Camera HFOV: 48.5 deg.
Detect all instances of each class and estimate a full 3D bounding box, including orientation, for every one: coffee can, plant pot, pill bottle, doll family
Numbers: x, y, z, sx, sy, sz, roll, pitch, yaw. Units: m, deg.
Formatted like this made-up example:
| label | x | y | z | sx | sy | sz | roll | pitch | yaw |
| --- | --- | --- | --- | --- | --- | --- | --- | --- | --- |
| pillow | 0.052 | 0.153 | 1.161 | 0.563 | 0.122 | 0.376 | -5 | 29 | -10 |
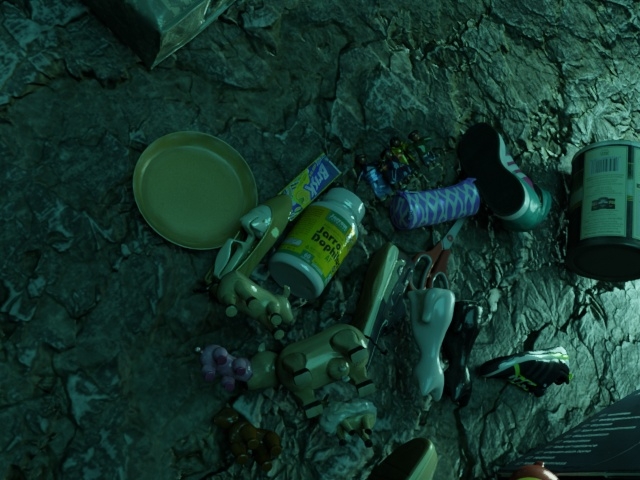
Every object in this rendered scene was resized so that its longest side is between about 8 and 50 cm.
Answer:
| label | x | y | z | sx | sy | sz | roll | pitch | yaw |
| --- | --- | --- | --- | --- | --- | --- | --- | --- | --- |
| coffee can | 0.686 | -0.067 | 1.664 | 0.202 | 0.201 | 0.275 | 21 | 64 | -18 |
| plant pot | -0.234 | -0.091 | 1.330 | 0.236 | 0.032 | 0.236 | 9 | 68 | -22 |
| pill bottle | 0.000 | 0.000 | 1.359 | 0.118 | 0.117 | 0.208 | 40 | 60 | -8 |
| doll family | 0.159 | -0.167 | 1.523 | 0.193 | 0.076 | 0.111 | -34 | 93 | -28 |

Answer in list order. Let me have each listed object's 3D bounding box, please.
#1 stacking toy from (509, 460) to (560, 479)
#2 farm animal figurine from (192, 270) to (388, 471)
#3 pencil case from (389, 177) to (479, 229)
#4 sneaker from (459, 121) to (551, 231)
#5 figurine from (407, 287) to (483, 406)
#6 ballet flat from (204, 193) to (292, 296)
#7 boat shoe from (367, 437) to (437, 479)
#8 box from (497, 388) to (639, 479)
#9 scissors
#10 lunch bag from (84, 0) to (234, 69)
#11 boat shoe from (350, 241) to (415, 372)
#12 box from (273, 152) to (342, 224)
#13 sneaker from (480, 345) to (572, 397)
| label | x | y | z | sx | sy | sz | roll | pitch | yaw |
| --- | --- | --- | --- | --- | --- | --- | --- | --- | --- |
| stacking toy | 0.386 | 0.567 | 1.245 | 0.280 | 0.309 | 0.130 | 34 | 17 | 10 |
| farm animal figurine | -0.056 | 0.200 | 1.207 | 0.327 | 0.172 | 0.330 | -3 | 109 | -17 |
| pencil case | 0.244 | -0.079 | 1.521 | 0.206 | 0.086 | 0.088 | -11 | 103 | -29 |
| sneaker | 0.428 | -0.130 | 1.612 | 0.178 | 0.124 | 0.295 | 35 | 31 | -40 |
| figurine | 0.241 | 0.212 | 1.381 | 0.215 | 0.092 | 0.209 | 23 | 66 | -51 |
| ballet flat | -0.129 | 0.001 | 1.286 | 0.232 | 0.080 | 0.073 | -60 | 140 | -13 |
| boat shoe | 0.116 | 0.507 | 1.241 | 0.110 | 0.122 | 0.341 | 41 | 70 | -12 |
| box | 0.689 | 0.464 | 1.314 | 0.472 | 0.480 | 0.297 | -19 | 82 | -29 |
| scissors | 0.265 | 0.002 | 1.541 | 0.109 | 0.021 | 0.297 | 30 | 63 | -13 |
| lunch bag | -0.299 | -0.518 | 1.373 | 0.235 | 0.169 | 0.287 | 45 | 64 | -5 |
| boat shoe | 0.122 | 0.136 | 1.381 | 0.092 | 0.103 | 0.285 | 25 | 57 | -10 |
| box | -0.035 | -0.099 | 1.415 | 0.059 | 0.054 | 0.169 | 47 | 59 | -4 |
| sneaker | 0.445 | 0.282 | 1.491 | 0.235 | 0.084 | 0.097 | -3 | 75 | -27 |
